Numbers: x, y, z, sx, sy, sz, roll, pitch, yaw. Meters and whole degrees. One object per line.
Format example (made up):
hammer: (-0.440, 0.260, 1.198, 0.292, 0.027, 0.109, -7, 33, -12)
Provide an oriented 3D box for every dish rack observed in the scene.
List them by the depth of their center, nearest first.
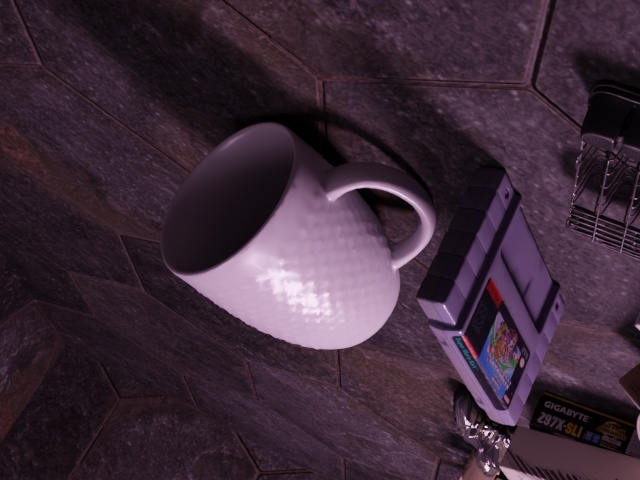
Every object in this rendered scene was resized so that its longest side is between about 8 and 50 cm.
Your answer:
dish rack: (0.393, -0.055, 1.265, 0.208, 0.074, 0.271, 24, 159, 19)

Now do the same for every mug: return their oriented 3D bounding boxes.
mug: (0.000, 0.000, 1.663, 0.374, 0.276, 0.328, -27, 131, 29)

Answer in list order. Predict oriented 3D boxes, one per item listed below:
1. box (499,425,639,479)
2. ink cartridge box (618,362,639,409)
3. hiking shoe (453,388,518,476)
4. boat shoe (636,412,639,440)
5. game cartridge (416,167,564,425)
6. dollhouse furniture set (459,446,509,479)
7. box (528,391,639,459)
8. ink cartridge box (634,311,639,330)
box: (0.475, 0.429, 1.955, 0.275, 0.094, 0.113, 8, 148, 42)
ink cartridge box: (0.560, 0.291, 1.584, 0.193, 0.088, 0.234, 49, -173, -15)
hiking shoe: (0.356, 0.389, 2.257, 0.114, 0.086, 0.227, -21, 117, 18)
boat shoe: (0.630, 0.356, 1.839, 0.112, 0.095, 0.335, 21, 154, 48)
game cartridge: (0.254, 0.093, 1.536, 0.068, 0.230, 0.355, 6, 149, 32)
dollhouse furniture set: (0.480, 0.661, 2.426, 0.394, 0.256, 0.362, 23, 157, 17)
box: (0.549, 0.431, 2.091, 0.257, 0.079, 0.322, 16, 154, 27)
ink cartridge box: (0.549, 0.135, 1.447, 0.203, 0.086, 0.148, 40, 157, -22)
